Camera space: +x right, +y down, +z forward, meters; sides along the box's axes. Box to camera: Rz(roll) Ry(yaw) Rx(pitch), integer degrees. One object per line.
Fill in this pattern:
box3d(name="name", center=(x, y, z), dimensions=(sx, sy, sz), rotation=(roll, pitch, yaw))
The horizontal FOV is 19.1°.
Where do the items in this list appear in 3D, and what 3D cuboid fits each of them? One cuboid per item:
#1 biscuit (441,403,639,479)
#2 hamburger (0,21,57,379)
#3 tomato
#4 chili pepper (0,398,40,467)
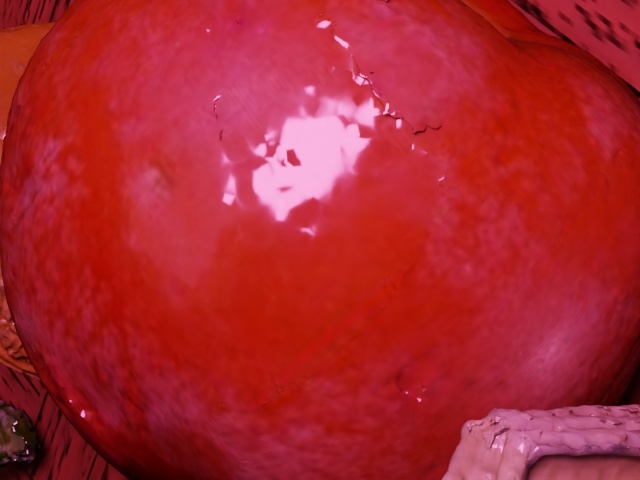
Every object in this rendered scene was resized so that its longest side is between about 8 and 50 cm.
box3d(name="biscuit", center=(0.071, 0.164, 0.553), dimensions=(0.046, 0.147, 0.250), rotation=(34, 115, 50))
box3d(name="hamburger", center=(-0.089, -0.018, 0.756), dimensions=(0.083, 0.138, 0.147), rotation=(-39, 66, 40))
box3d(name="tomato", center=(0.000, 0.000, 0.592), dimensions=(0.208, 0.208, 0.184), rotation=(46, 112, 40))
box3d(name="chili pepper", center=(-0.206, 0.067, 0.964), dimensions=(0.227, 0.059, 0.088), rotation=(21, 102, 46))
